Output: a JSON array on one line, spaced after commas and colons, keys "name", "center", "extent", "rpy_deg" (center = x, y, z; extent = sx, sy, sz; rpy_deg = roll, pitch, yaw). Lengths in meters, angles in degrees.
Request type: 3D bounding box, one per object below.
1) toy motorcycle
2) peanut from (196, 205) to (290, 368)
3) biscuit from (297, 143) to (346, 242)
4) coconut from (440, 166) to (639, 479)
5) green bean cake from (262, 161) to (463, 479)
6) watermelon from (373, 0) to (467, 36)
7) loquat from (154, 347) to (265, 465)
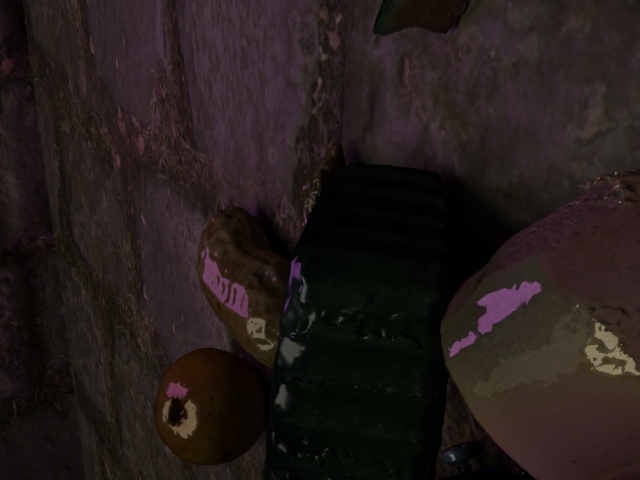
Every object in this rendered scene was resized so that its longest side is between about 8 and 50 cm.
[{"name": "toy motorcycle", "center": [0.137, 0.306, 0.885], "extent": [0.315, 0.168, 0.113], "rpy_deg": [-39, 70, 57]}, {"name": "peanut", "center": [-0.102, 0.068, 1.226], "extent": [0.325, 0.140, 0.153], "rpy_deg": [57, 134, 36]}, {"name": "biscuit", "center": [-0.001, 0.000, 0.998], "extent": [0.031, 0.229, 0.176], "rpy_deg": [4, 137, 19]}, {"name": "coconut", "center": [0.223, 0.082, 0.616], "extent": [0.245, 0.233, 0.233], "rpy_deg": [-47, 61, 47]}, {"name": "green bean cake", "center": [0.054, 0.099, 0.831], "extent": [0.308, 0.169, 0.300], "rpy_deg": [-71, -12, -63]}, {"name": "watermelon", "center": [0.122, -0.285, 0.796], "extent": [0.155, 0.080, 0.101], "rpy_deg": [121, 163, -54]}, {"name": "loquat", "center": [-0.196, 0.297, 1.413], "extent": [0.208, 0.208, 0.208], "rpy_deg": [31, 127, 51]}]
